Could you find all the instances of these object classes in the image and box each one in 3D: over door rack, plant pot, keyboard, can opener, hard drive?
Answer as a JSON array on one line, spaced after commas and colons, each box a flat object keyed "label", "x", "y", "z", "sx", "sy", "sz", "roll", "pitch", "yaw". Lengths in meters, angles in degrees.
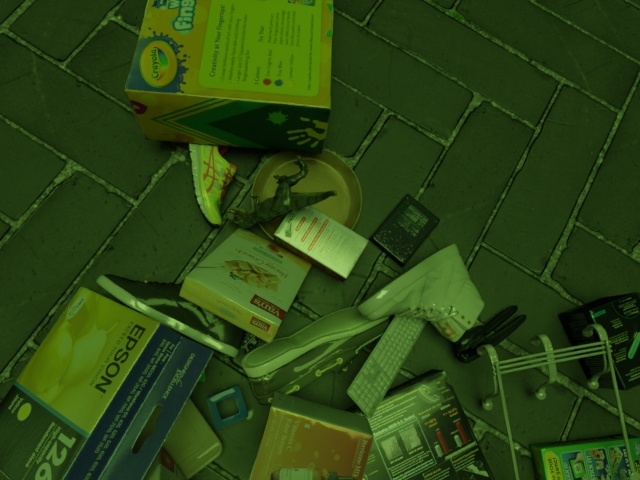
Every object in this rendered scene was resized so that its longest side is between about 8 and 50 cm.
[{"label": "over door rack", "x": 0.442, "y": 0.338, "z": 0.826, "sx": 0.239, "sy": 0.108, "sz": 0.325, "roll": -10, "pitch": 78, "yaw": -2}, {"label": "plant pot", "x": -0.029, "y": -0.089, "z": 0.954, "sx": 0.236, "sy": 0.032, "sz": 0.237, "roll": 1, "pitch": 75, "yaw": -5}, {"label": "keyboard", "x": 0.136, "y": 0.211, "z": 0.847, "sx": 0.256, "sy": 0.014, "sz": 0.072, "roll": -48, "pitch": 113, "yaw": -35}, {"label": "can opener", "x": 0.350, "y": 0.192, "z": 0.908, "sx": 0.185, "sy": 0.073, "sz": 0.059, "roll": -22, "pitch": 70, "yaw": -20}, {"label": "hard drive", "x": 0.183, "y": -0.023, "z": 0.963, "sx": 0.094, "sy": 0.022, "sz": 0.135, "roll": 40, "pitch": 75, "yaw": 5}]

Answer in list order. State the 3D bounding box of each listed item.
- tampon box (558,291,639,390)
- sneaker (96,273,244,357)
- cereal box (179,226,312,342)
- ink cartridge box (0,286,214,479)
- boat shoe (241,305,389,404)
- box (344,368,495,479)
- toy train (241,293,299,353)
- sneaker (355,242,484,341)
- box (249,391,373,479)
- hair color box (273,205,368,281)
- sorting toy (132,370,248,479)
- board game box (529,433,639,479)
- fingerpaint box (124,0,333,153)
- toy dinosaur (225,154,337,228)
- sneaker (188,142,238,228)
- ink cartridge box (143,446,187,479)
[{"label": "tampon box", "x": 0.598, "y": 0.204, "z": 0.904, "sx": 0.120, "sy": 0.101, "sz": 0.161, "roll": -17, "pitch": 79, "yaw": -9}, {"label": "sneaker", "x": -0.264, "y": 0.099, "z": 0.853, "sx": 0.295, "sy": 0.104, "sz": 0.147, "roll": 25, "pitch": 70, "yaw": -2}, {"label": "cereal box", "x": -0.123, "y": 0.068, "z": 0.813, "sx": 0.172, "sy": 0.240, "sz": 0.048, "roll": 27, "pitch": 114, "yaw": 0}, {"label": "ink cartridge box", "x": -0.377, "y": 0.257, "z": 0.731, "sx": 0.306, "sy": 0.072, "sz": 0.304, "roll": 13, "pitch": 64, "yaw": 30}, {"label": "boat shoe", "x": 0.005, "y": 0.210, "z": 0.847, "sx": 0.304, "sy": 0.109, "sz": 0.091, "roll": -20, "pitch": 103, "yaw": -19}, {"label": "box", "x": 0.140, "y": 0.414, "z": 0.819, "sx": 0.307, "sy": 0.076, "sz": 0.243, "roll": -22, "pitch": 79, "yaw": -11}, {"label": "toy train", "x": -0.104, "y": 0.160, "z": 0.885, "sx": 0.036, "sy": 0.027, "sz": 0.158, "roll": 41, "pitch": 75, "yaw": 9}, {"label": "sneaker", "x": 0.211, "y": 0.126, "z": 0.847, "sx": 0.292, "sy": 0.108, "sz": 0.169, "roll": -22, "pitch": 80, "yaw": -36}, {"label": "box", "x": -0.015, "y": 0.342, "z": 0.725, "sx": 0.170, "sy": 0.091, "sz": 0.130, "roll": 15, "pitch": 86, "yaw": 0}, {"label": "hair color box", "x": 0.000, "y": 0.000, "z": 0.891, "sx": 0.167, "sy": 0.053, "sz": 0.093, "roll": 32, "pitch": 75, "yaw": 2}, {"label": "sorting toy", "x": -0.303, "y": 0.351, "z": 0.793, "sx": 0.347, "sy": 0.047, "sz": 0.196, "roll": -34, "pitch": 97, "yaw": -14}, {"label": "board game box", "x": 0.535, "y": 0.549, "z": 0.839, "sx": 0.213, "sy": 0.046, "sz": 0.318, "roll": -3, "pitch": 76, "yaw": -7}, {"label": "fingerpaint box", "x": -0.162, "y": -0.421, "z": 0.937, "sx": 0.370, "sy": 0.163, "sz": 0.446, "roll": 3, "pitch": 67, "yaw": -5}, {"label": "toy dinosaur", "x": -0.066, "y": -0.093, "z": 0.865, "sx": 0.268, "sy": 0.064, "sz": 0.118, "roll": -14, "pitch": 51, "yaw": 34}, {"label": "sneaker", "x": -0.216, "y": -0.128, "z": 0.921, "sx": 0.094, "sy": 0.081, "sz": 0.209, "roll": -9, "pitch": 76, "yaw": -10}, {"label": "ink cartridge box", "x": -0.234, "y": 0.456, "z": 0.725, "sx": 0.067, "sy": 0.115, "sz": 0.198, "roll": -33, "pitch": 102, "yaw": -14}]
